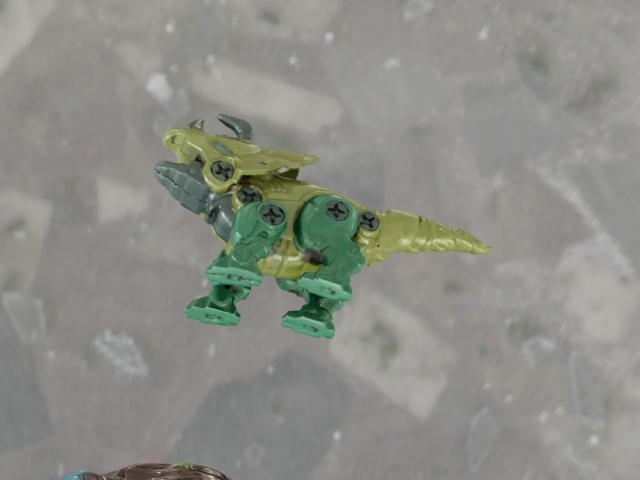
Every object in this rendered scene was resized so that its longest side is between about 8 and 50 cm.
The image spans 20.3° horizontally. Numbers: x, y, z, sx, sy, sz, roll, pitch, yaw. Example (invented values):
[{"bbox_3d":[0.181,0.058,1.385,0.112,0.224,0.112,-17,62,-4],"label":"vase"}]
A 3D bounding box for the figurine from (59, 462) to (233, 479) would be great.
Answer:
[{"bbox_3d":[-0.138,0.199,1.042,0.240,0.175,0.115,-23,55,25],"label":"figurine"}]

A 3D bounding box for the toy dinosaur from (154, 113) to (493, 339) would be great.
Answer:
[{"bbox_3d":[0.000,0.000,1.299,0.259,0.094,0.153,17,54,-8],"label":"toy dinosaur"}]
